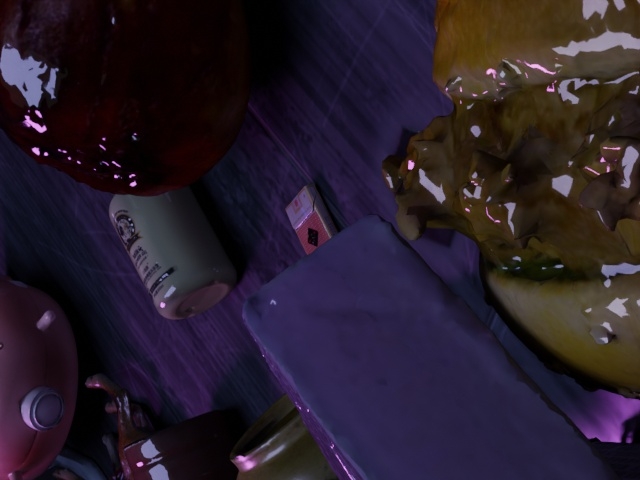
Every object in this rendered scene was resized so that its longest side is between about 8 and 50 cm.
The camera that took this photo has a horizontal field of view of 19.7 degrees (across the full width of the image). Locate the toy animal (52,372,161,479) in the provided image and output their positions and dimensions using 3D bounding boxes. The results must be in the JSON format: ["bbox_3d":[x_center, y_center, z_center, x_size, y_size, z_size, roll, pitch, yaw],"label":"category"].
[{"bbox_3d":[-0.187,0.288,1.870,0.260,0.087,0.243,51,144,37],"label":"toy animal"}]

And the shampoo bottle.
[{"bbox_3d":[-0.142,-0.013,1.658,0.162,0.079,0.079,60,147,19],"label":"shampoo bottle"}]

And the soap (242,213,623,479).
[{"bbox_3d":[0.106,0.167,1.018,0.285,0.107,0.296,47,171,38],"label":"soap"}]

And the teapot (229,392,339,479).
[{"bbox_3d":[0.028,0.195,1.433,0.182,0.173,0.269,48,159,-6],"label":"teapot"}]

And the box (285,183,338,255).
[{"bbox_3d":[0.000,0.000,1.503,0.083,0.012,0.046,63,149,13],"label":"box"}]

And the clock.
[{"bbox_3d":[-0.359,0.154,1.978,0.241,0.142,0.227,17,97,51],"label":"clock"}]

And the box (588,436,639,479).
[{"bbox_3d":[0.265,0.221,1.099,0.369,0.112,0.190,-9,96,58],"label":"box"}]

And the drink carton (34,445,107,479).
[{"bbox_3d":[-0.333,0.337,2.034,0.191,0.189,0.186,17,114,53],"label":"drink carton"}]

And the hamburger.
[{"bbox_3d":[0.188,-0.044,0.932,0.445,0.287,0.268,-4,102,62],"label":"hamburger"}]

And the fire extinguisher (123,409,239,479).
[{"bbox_3d":[-0.075,0.335,1.713,0.138,0.102,0.344,118,131,-80],"label":"fire extinguisher"}]

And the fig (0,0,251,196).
[{"bbox_3d":[-0.166,-0.163,1.498,0.224,0.224,0.263,22,117,52],"label":"fig"}]
